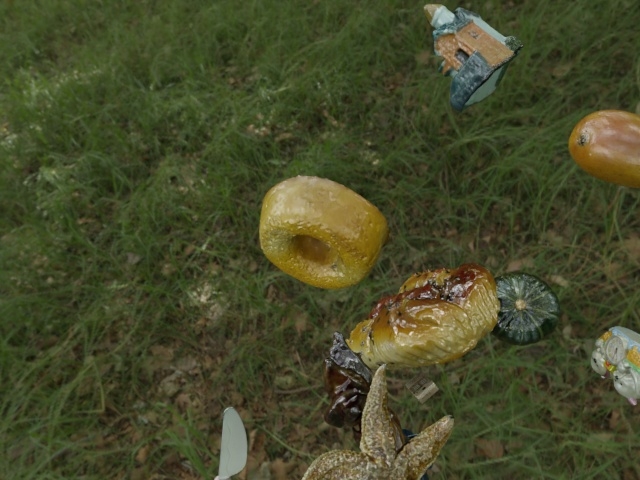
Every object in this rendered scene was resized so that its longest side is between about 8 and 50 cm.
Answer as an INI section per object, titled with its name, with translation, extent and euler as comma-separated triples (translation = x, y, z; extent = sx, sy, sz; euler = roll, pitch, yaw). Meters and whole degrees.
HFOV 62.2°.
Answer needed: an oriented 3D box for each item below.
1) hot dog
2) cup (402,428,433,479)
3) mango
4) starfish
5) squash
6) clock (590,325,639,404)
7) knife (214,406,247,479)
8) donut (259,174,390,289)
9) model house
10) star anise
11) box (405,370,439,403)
[hot dog]
translation = 0.264, 0.194, 1.332
extent = 0.367, 0.196, 0.365
euler = -34, 5, -21
[cup]
translation = 0.212, 0.544, 1.300
extent = 0.150, 0.113, 0.138
euler = -23, 47, 9
[mango]
translation = 0.556, -0.155, 0.936
extent = 0.220, 0.121, 0.151
euler = 22, 33, 15
[starfish]
translation = 0.091, 0.307, 0.683
extent = 0.235, 0.062, 0.278
euler = 13, 59, -3
[squash]
translation = 0.557, 0.191, 1.495
extent = 0.217, 0.172, 0.219
euler = 0, 88, 14
[clock]
translation = 0.744, 0.298, 1.296
extent = 0.103, 0.144, 0.231
euler = 15, 14, -5
[knife]
translation = -0.214, 0.541, 1.256
extent = 0.081, 0.336, 0.043
euler = 2, 19, -29
[donut]
translation = -0.002, -0.001, 1.081
extent = 0.277, 0.278, 0.109
euler = 2, 53, 20
[model house]
translation = 0.383, -0.533, 1.467
extent = 0.291, 0.184, 0.253
euler = 48, 54, 6
[star anise]
translation = 0.065, 0.289, 0.891
extent = 0.102, 0.272, 0.272
euler = -32, 44, 9
[box]
translation = 0.234, 0.340, 1.232
extent = 0.053, 0.024, 0.083
euler = -39, 8, -6
